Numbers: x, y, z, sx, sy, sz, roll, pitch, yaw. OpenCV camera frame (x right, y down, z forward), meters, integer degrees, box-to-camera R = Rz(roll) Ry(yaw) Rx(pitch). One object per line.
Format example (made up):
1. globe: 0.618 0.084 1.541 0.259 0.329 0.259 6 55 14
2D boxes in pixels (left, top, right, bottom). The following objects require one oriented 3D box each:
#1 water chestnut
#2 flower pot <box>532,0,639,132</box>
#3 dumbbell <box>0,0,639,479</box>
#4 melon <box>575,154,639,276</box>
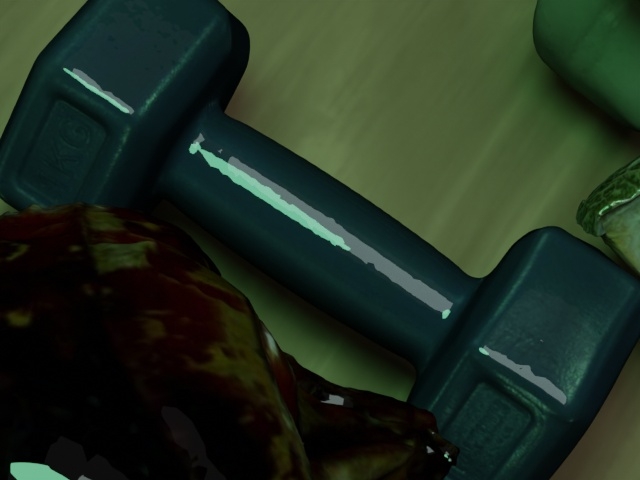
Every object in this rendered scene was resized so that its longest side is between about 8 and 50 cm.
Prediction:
1. water chestnut: -0.095 0.122 0.783 0.244 0.289 0.289 20 57 -40
2. flower pot: 0.256 -0.220 1.020 0.164 0.254 0.367 40 65 7
3. dumbbell: 0.000 0.000 0.916 0.316 0.156 0.143 34 92 4
4. melon: 0.192 -0.015 0.924 0.139 0.202 0.093 -8 65 -31
